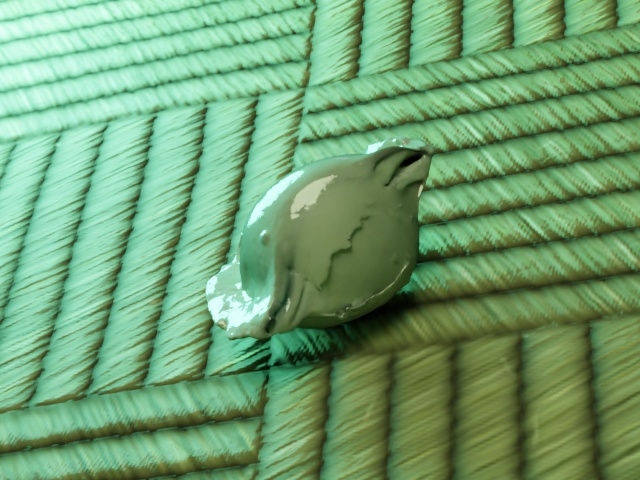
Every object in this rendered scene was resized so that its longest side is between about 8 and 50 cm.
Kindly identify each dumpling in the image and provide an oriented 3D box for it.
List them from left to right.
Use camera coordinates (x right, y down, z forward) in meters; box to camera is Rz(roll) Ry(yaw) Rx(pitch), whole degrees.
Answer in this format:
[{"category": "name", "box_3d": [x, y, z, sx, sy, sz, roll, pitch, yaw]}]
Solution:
[{"category": "dumpling", "box_3d": [0.000, 0.000, 1.136, 0.188, 0.108, 0.127, -47, 17, -14]}]
